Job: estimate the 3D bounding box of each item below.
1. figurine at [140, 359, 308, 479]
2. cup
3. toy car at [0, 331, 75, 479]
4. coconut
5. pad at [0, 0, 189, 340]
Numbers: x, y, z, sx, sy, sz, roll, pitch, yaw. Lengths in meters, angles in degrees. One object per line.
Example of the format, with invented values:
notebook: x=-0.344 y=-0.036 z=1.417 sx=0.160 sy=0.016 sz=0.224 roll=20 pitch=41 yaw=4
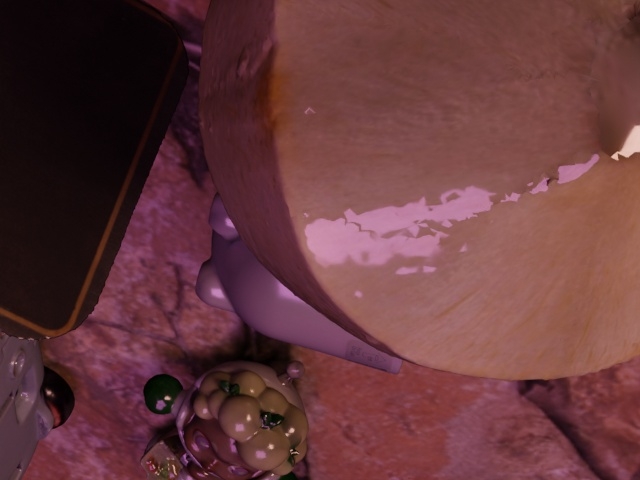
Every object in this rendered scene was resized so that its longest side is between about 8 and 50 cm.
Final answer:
figurine: x=-0.078 y=0.155 z=1.344 sx=0.147 sy=0.093 sz=0.197 roll=40 pitch=134 yaw=-10
cup: x=-0.003 y=0.010 z=1.113 sx=0.142 sy=0.173 sz=0.134 roll=15 pitch=110 yaw=1
toy car: x=-0.319 y=0.111 z=1.313 sx=0.212 sy=0.180 sz=0.270 roll=17 pitch=139 yaw=11
coconut: x=0.090 y=-0.080 z=0.880 sx=0.323 sy=0.323 sz=0.323 roll=8 pitch=137 yaw=7
pad: x=-0.261 y=-0.095 z=0.958 sx=0.375 sy=0.315 sz=0.063 roll=27 pitch=151 yaw=-16
